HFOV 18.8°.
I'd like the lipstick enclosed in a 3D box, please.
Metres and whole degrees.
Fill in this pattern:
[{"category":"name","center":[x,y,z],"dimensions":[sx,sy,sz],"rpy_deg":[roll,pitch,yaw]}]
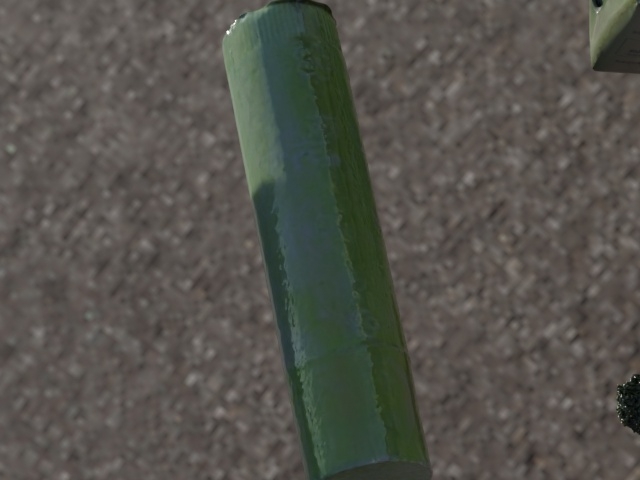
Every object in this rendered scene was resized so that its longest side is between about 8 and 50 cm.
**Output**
[{"category":"lipstick","center":[0.000,0.000,1.112],"dimensions":[0.076,0.076,0.304],"rpy_deg":[-29,58,32]}]

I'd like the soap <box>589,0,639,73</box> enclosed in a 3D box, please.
[{"category":"soap","center":[0.293,-0.216,1.356],"dimensions":[0.138,0.199,0.182],"rpy_deg":[114,157,-71]}]

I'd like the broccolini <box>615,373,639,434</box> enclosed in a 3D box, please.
[{"category":"broccolini","center":[0.239,0.084,1.124],"dimensions":[0.140,0.030,0.035],"rpy_deg":[-12,20,-1]}]
